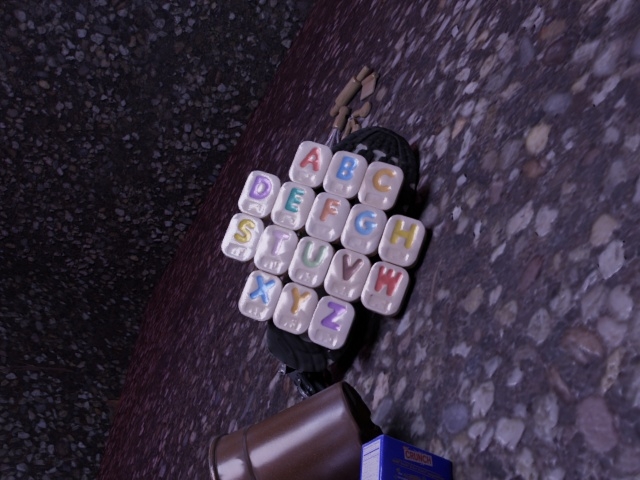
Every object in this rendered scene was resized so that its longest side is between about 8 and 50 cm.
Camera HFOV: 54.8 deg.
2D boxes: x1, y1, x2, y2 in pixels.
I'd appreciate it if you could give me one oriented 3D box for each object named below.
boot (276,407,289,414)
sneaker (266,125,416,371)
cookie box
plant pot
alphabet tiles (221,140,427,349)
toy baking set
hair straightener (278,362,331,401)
[{"bbox_3d":[-0.034,0.345,0.823,0.208,0.075,0.190,-170,91,-77],"label":"boot"},{"bbox_3d":[0.021,0.005,1.005,0.411,0.158,0.182,-65,4,-10],"label":"sneaker"},{"bbox_3d":[0.083,0.255,0.594,0.040,0.091,0.107,-42,29,42],"label":"cookie box"},{"bbox_3d":[-0.011,0.254,0.697,0.165,0.167,0.167,-33,25,6],"label":"plant pot"},{"bbox_3d":[0.000,0.000,0.889,0.021,0.283,0.278,46,-115,-71],"label":"alphabet tiles"},{"bbox_3d":[0.050,-0.276,1.406,0.256,0.030,0.197,-44,29,48],"label":"toy baking set"},{"bbox_3d":[-0.026,0.219,0.928,0.047,0.089,0.230,-66,20,8],"label":"hair straightener"}]
